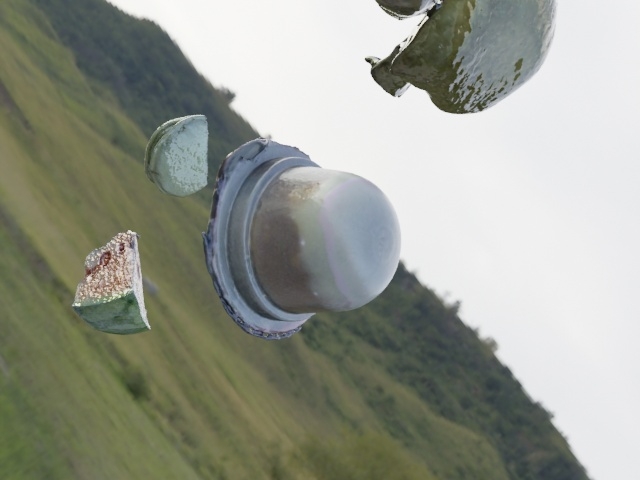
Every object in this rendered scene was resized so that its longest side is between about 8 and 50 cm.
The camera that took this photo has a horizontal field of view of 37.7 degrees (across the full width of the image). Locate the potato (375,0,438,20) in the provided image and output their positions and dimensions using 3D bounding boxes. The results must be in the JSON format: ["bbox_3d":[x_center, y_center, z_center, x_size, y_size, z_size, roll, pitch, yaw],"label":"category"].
[{"bbox_3d":[0.160,-0.474,1.651,0.165,0.165,0.262,55,13,4],"label":"potato"}]

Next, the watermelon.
[{"bbox_3d":[-0.307,0.060,1.364,0.121,0.098,0.158,123,-37,-85],"label":"watermelon"}]

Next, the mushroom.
[{"bbox_3d":[0.211,-0.274,1.285,0.212,0.292,0.217,52,14,-12],"label":"mushroom"}]

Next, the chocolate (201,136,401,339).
[{"bbox_3d":[0.002,-0.008,0.917,0.147,0.221,0.221,-8,-60,38],"label":"chocolate"}]

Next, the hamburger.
[{"bbox_3d":[-0.193,-0.111,1.231,0.054,0.084,0.121,46,-40,32],"label":"hamburger"}]
